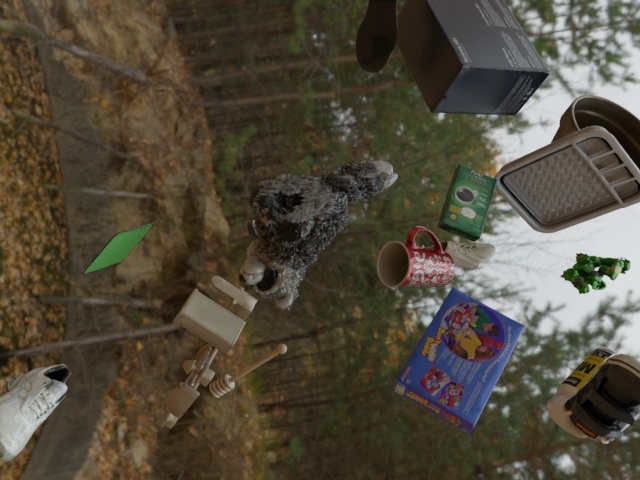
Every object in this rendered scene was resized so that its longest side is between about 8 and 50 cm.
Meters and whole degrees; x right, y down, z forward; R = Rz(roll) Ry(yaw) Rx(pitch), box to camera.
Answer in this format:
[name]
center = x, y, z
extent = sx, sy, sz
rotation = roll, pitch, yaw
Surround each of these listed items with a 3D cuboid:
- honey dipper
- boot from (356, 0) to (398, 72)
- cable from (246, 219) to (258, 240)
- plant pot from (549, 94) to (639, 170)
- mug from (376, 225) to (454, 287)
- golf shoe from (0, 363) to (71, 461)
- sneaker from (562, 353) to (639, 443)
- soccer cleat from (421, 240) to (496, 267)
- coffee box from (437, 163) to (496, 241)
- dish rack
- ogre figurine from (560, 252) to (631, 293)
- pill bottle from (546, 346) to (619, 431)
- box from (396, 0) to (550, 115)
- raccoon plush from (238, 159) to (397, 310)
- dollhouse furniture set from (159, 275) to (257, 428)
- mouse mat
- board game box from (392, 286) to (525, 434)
[honey dipper]
center = -0.126, 0.230, 1.150
extent = 0.030, 0.161, 0.030
rotation = 54, 13, -19
[boot]
center = 0.169, -0.617, 1.783
extent = 0.115, 0.112, 0.305
rotation = -67, 168, -53
[cable]
center = -0.138, 0.021, 2.085
extent = 0.139, 0.072, 0.287
rotation = -81, 151, -47
[plant pot]
center = 0.802, -0.226, 1.950
extent = 0.280, 0.323, 0.323
rotation = 124, -37, -48
[mug]
center = 0.246, 0.053, 1.564
extent = 0.150, 0.169, 0.113
rotation = -51, -133, 35
[golf shoe]
center = -0.376, 0.211, 0.842
extent = 0.069, 0.086, 0.176
rotation = 63, -1, -21
[sneaker]
center = 0.584, 0.335, 1.315
extent = 0.126, 0.127, 0.321
rotation = 40, -16, 23
[soccer cleat]
center = 0.356, 0.031, 1.677
extent = 0.068, 0.196, 0.076
rotation = -91, 168, -56
[coffee box]
center = 0.388, -0.099, 1.710
extent = 0.040, 0.113, 0.184
rotation = 123, -13, -70
[dish rack]
center = 0.663, -0.165, 1.726
extent = 0.285, 0.333, 0.072
rotation = 39, 46, -27
[ogre figurine]
center = 0.778, 0.092, 1.856
extent = 0.097, 0.197, 0.118
rotation = 56, -15, -29
[pill bottle]
center = 0.662, 0.371, 1.595
extent = 0.119, 0.208, 0.119
rotation = 45, -20, 21
[box]
center = 0.418, -0.543, 1.852
extent = 0.179, 0.312, 0.343
rotation = -57, -136, 49
[raccoon plush]
center = 0.000, 0.000, 1.637
extent = 0.216, 0.446, 0.299
rotation = -119, -157, -46
[dollhouse furniture set]
center = -0.378, 0.312, 1.872
extent = 0.355, 0.174, 0.303
rotation = -51, -172, 35
[mouse mat]
center = -0.512, 0.020, 1.648
extent = 0.007, 0.152, 0.190
rotation = 46, 16, 5
[board game box]
center = 0.390, 0.328, 1.814
extent = 0.347, 0.233, 0.078
rotation = -52, 162, -29
